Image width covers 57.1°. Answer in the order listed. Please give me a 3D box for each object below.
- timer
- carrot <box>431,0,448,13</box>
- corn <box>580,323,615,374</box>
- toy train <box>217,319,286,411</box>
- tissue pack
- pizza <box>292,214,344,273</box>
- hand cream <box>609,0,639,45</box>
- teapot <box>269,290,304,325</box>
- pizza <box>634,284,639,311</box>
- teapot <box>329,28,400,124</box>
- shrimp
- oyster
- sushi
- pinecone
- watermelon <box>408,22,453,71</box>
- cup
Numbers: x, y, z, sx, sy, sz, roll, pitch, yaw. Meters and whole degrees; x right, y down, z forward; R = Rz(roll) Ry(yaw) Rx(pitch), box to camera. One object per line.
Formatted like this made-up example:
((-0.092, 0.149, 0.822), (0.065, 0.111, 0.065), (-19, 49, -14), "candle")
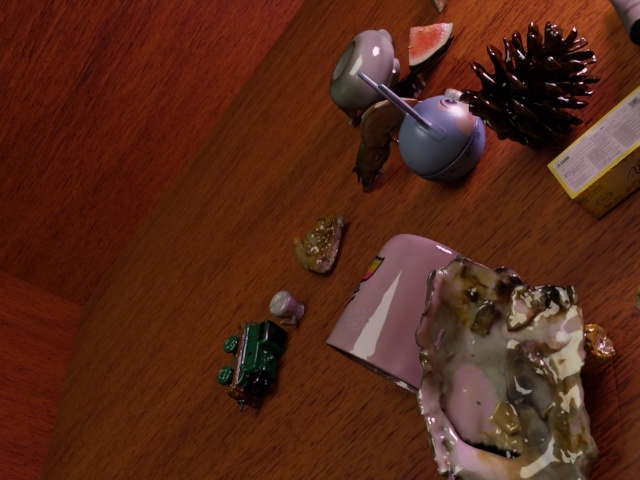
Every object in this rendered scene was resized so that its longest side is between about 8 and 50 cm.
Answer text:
((0.201, -0.224, 1.069), (0.175, 0.255, 0.175), (-24, 29, 15), "timer")
((0.334, -0.726, 1.544), (0.070, 0.070, 0.342), (-21, 47, 50), "carrot")
((0.266, 0.159, 0.749), (0.206, 0.067, 0.067), (-33, 37, 40), "corn")
((-0.147, 0.266, 1.312), (0.136, 0.091, 0.227), (-29, 38, 28), "toy train")
((0.411, -0.123, 0.799), (0.176, 0.062, 0.095), (-46, 28, 25), "tissue pack")
((0.000, 0.000, 1.365), (0.161, 0.062, 0.182), (-49, 27, 15), "pizza")
((0.499, -0.363, 0.915), (0.087, 0.054, 0.186), (-30, 32, 38), "hand cream")
((-0.074, 0.159, 1.323), (0.064, 0.064, 0.083), (-34, 40, 29), "teapot")
((0.485, -0.015, 0.526), (0.409, 0.114, 0.277), (-40, 28, 37), "pizza")
((0.132, -0.466, 1.519), (0.220, 0.149, 0.318), (-19, 48, 63), "teapot")
((0.158, -0.197, 1.253), (0.296, 0.169, 0.058), (99, 172, -60), "shrimp")
((0.215, 0.195, 0.697), (0.201, 0.107, 0.354), (-7, 73, 23), "oyster")
((0.194, -0.323, 1.281), (0.264, 0.050, 0.290), (-38, 3, 16), "sushi")
((0.327, -0.241, 0.911), (0.208, 0.208, 0.207), (-40, 32, 32), "pinecone")
((0.238, -0.456, 1.376), (0.135, 0.094, 0.125), (-51, 19, -27), "watermelon")
((0.138, 0.118, 0.912), (0.200, 0.192, 0.253), (-61, -6, -12), "cup")
